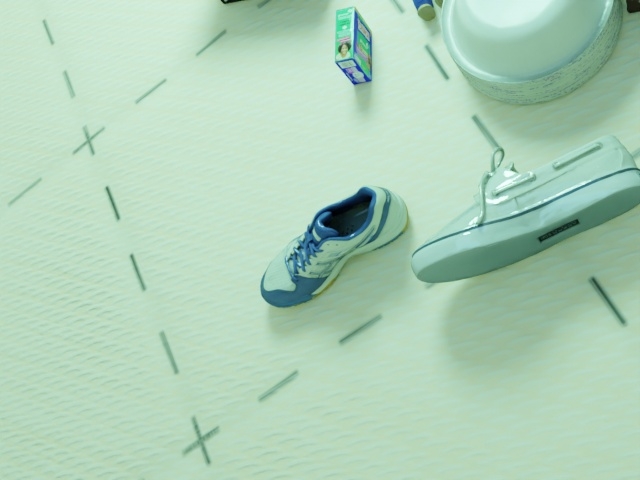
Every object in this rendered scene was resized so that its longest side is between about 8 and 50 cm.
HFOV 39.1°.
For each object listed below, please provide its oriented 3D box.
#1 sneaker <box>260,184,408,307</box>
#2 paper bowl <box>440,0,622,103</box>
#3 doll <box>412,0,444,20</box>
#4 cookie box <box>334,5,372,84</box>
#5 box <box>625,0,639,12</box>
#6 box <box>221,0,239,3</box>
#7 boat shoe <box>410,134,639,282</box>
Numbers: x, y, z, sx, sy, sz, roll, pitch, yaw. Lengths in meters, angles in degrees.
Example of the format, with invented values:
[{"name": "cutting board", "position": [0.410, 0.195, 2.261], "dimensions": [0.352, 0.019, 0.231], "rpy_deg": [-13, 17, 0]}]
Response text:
[{"name": "sneaker", "position": [0.000, 0.000, 1.509], "dimensions": [0.296, 0.131, 0.112], "rpy_deg": [-38, 62, 13]}, {"name": "paper bowl", "position": [0.333, -0.376, 1.456], "dimensions": [0.284, 0.148, 0.284], "rpy_deg": [-8, 70, 24]}, {"name": "doll", "position": [0.190, -0.489, 1.626], "dimensions": [0.129, 0.046, 0.189], "rpy_deg": [-30, 55, 26]}, {"name": "cookie box", "position": [0.060, -0.350, 1.620], "dimensions": [0.040, 0.092, 0.107], "rpy_deg": [-7, 70, 22]}, {"name": "box", "position": [0.629, -0.454, 1.302], "dimensions": [0.382, 0.191, 0.143], "rpy_deg": [1, 74, 27]}, {"name": "box", "position": [-0.120, -0.560, 1.732], "dimensions": [0.261, 0.184, 0.103], "rpy_deg": [-2, 70, 27]}, {"name": "boat shoe", "position": [0.294, -0.066, 1.376], "dimensions": [0.367, 0.136, 0.156], "rpy_deg": [-25, 63, 15]}]
